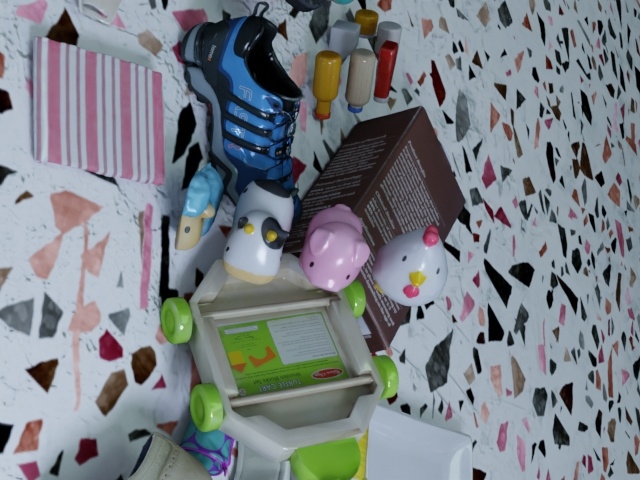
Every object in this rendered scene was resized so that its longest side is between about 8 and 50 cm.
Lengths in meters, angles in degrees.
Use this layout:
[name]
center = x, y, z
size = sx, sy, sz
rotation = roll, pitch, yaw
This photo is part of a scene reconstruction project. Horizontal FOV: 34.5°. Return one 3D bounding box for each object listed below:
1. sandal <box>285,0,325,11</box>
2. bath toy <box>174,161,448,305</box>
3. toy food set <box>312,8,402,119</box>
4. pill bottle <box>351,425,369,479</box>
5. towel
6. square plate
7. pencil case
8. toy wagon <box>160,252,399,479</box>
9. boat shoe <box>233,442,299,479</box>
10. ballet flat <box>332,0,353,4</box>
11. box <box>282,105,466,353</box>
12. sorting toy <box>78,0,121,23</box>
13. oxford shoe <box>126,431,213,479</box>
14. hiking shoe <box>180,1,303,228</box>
[sandal]
center = -0.135, -0.504, 1.410
size = 0.446, 0.107, 0.167
rotation = 54, 43, -14
[bath toy]
center = 0.000, 0.000, 1.278
size = 0.348, 0.129, 0.151
rotation = 15, 59, -8
[toy food set]
center = 0.063, -0.277, 1.638
size = 0.232, 0.111, 0.105
rotation = -63, 164, -55
[pill bottle]
center = 0.014, 0.276, 1.423
size = 0.103, 0.103, 0.184
rotation = 31, 58, -49
[towel]
center = -0.256, -0.145, 1.198
size = 0.197, 0.029, 0.144
rotation = 9, 75, -52
[square plate]
center = 0.142, 0.454, 1.618
size = 0.344, 0.049, 0.347
rotation = 28, 60, -50
[pencil case]
center = -0.118, 0.216, 1.274
size = 0.064, 0.070, 0.152
rotation = 101, 13, -49
[toy wagon]
center = -0.036, 0.170, 1.254
size = 0.267, 0.068, 0.344
rotation = -5, 58, -30
[boat shoe]
center = -0.046, 0.266, 1.339
size = 0.091, 0.109, 0.305
rotation = 42, 52, -49
[ballet flat]
center = -0.008, -0.468, 1.600
size = 0.232, 0.080, 0.073
rotation = 50, 15, -41
[box]
center = 0.076, -0.022, 1.559
size = 0.191, 0.143, 0.381
rotation = 62, 40, -24
[sorting toy]
center = -0.261, -0.297, 1.213
size = 0.083, 0.044, 0.075
rotation = 16, 76, -54
[oxford shoe]
center = -0.252, 0.348, 1.029
size = 0.146, 0.140, 0.397
rotation = 46, 43, 4
[hiking shoe]
center = -0.079, -0.149, 1.361
size = 0.113, 0.132, 0.304
rotation = -45, 119, -50
